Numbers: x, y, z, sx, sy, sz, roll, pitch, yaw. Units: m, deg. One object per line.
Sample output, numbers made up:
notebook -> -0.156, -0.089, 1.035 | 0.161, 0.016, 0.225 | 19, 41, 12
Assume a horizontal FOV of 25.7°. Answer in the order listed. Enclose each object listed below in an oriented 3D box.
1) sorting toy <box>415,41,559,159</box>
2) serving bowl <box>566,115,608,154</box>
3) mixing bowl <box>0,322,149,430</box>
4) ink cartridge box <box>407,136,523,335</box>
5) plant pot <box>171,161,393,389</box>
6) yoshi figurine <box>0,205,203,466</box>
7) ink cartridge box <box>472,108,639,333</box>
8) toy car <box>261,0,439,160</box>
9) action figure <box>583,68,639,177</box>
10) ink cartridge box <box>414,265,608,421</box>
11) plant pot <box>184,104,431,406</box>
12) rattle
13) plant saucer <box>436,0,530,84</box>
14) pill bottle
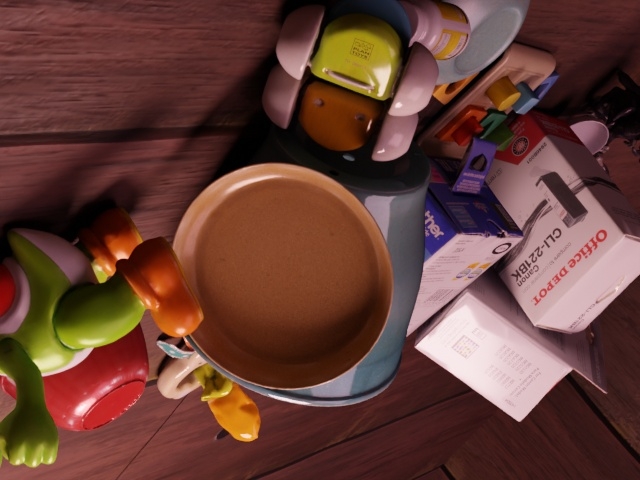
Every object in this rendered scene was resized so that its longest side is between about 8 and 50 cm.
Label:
sorting toy -> 0.233, -0.177, 1.902 | 0.196, 0.047, 0.347 | -48, 160, 21
serving bowl -> 0.403, -0.165, 2.175 | 0.083, 0.027, 0.083 | -6, 140, -5
mixing bowl -> -0.267, 0.154, 1.621 | 0.181, 0.098, 0.181 | -35, 160, -15
ink cartridge box -> 0.102, 0.023, 1.909 | 0.395, 0.151, 0.270 | -40, 163, 19
plant pot -> -0.038, 0.035, 1.433 | 0.236, 0.236, 0.032 | -46, 179, 18
yoshi figurine -> -0.297, 0.131, 1.372 | 0.362, 0.203, 0.203 | -30, 166, -19
ink cartridge box -> 0.340, -0.028, 2.069 | 0.114, 0.273, 0.197 | 11, 128, -47
toy car -> 0.036, -0.178, 1.411 | 0.182, 0.159, 0.136 | 110, 0, -55
action figure -> 0.476, -0.163, 2.248 | 0.141, 0.164, 0.275 | 1, 146, -49
ink cartridge box -> 0.295, 0.122, 2.170 | 0.130, 0.272, 0.309 | -49, -169, 25
plant pot -> 0.000, 0.000, 1.555 | 0.271, 0.271, 0.255 | -20, 139, -46
rattle -> -0.147, 0.192, 1.885 | 0.130, 0.143, 0.200 | -14, 161, -15
plant saucer -> 0.186, -0.245, 1.652 | 0.195, 0.037, 0.195 | -34, 157, -16
pill bottle -> 0.111, -0.230, 1.516 | 0.065, 0.065, 0.116 | -48, 160, 23
